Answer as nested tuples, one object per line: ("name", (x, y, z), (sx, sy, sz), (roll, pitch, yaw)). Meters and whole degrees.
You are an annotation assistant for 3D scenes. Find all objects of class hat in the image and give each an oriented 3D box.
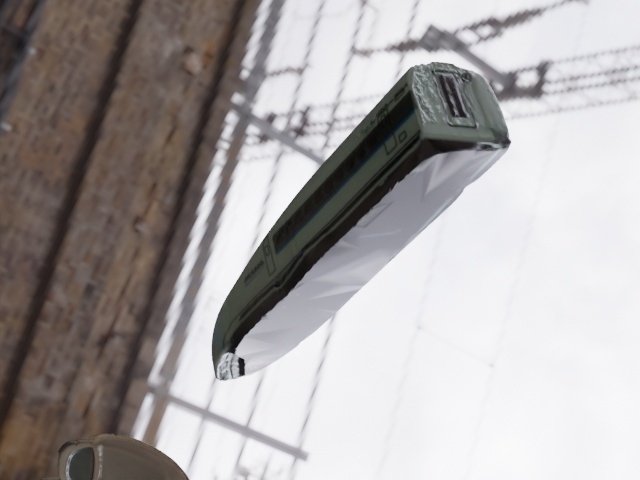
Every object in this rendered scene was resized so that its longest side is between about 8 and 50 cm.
("hat", (-0.150, 0.263, 1.374), (0.226, 0.164, 0.219), (-43, -115, 30))

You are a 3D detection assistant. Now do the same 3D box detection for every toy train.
("toy train", (0.000, 0.001, 0.780), (0.252, 0.055, 0.048), (-45, -124, 46))
